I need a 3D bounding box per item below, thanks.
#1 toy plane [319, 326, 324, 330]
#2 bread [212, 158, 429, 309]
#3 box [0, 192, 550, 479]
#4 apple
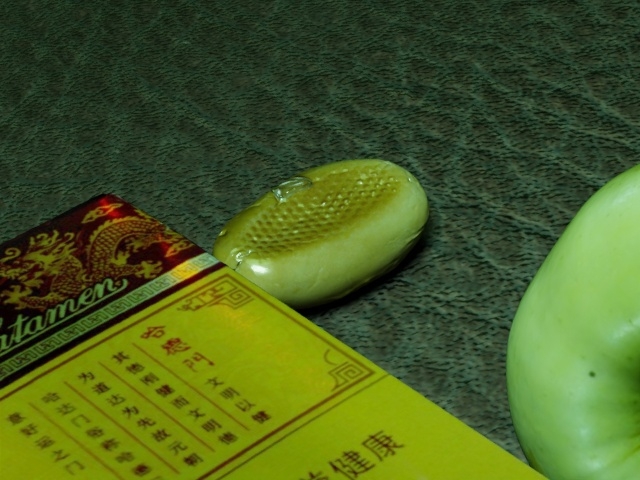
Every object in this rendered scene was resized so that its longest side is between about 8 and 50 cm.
[{"bbox_3d":[-0.125,0.137,1.116,0.212,0.088,0.267,1,43,22],"label":"toy plane"},{"bbox_3d":[0.000,0.000,1.286,0.189,0.077,0.114,-29,56,-26],"label":"bread"},{"bbox_3d":[-0.091,0.141,0.921,0.264,0.116,0.415,-31,44,-32],"label":"box"},{"bbox_3d":[0.238,0.060,0.952,0.262,0.262,0.262,-9,32,6],"label":"apple"}]
